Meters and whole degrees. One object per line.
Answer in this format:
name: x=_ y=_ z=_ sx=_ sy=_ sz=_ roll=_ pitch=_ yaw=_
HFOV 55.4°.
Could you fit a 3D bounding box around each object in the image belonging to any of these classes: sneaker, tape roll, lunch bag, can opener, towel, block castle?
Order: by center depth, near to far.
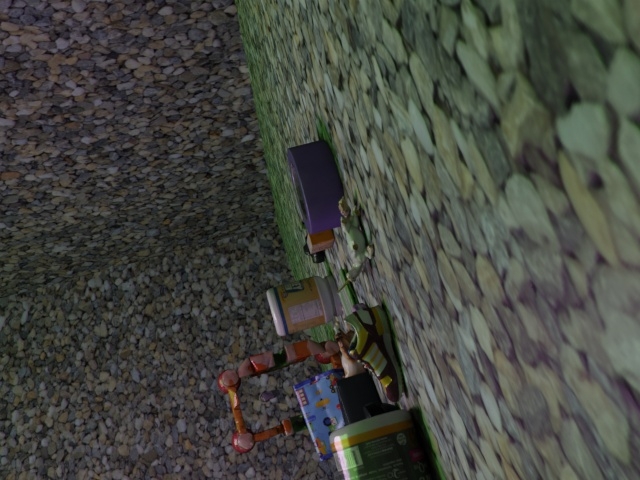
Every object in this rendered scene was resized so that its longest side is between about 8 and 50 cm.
sneaker: x=0.096 y=0.215 z=1.126 sx=0.069 sy=0.083 sz=0.186 roll=-171 pitch=66 yaw=-83
can opener: x=0.151 y=0.402 z=1.223 sx=0.186 sy=0.073 sz=0.059 roll=-123 pitch=25 yaw=-42
tape roll: x=-0.009 y=-0.113 z=1.294 sx=0.189 sy=0.080 sz=0.189 roll=166 pitch=90 yaw=-84
towel: x=0.072 y=0.145 z=1.491 sx=0.152 sy=0.023 sz=0.113 roll=91 pitch=161 yaw=-61
lunch bag: x=0.063 y=0.503 z=1.813 sx=0.221 sy=0.138 sz=0.293 roll=68 pitch=-166 yaw=16
sneaker: x=-0.021 y=0.012 z=1.855 sx=0.170 sy=0.051 sz=0.089 roll=-132 pitch=27 yaw=-66
block castle: x=-0.119 y=0.540 z=2.156 sx=0.213 sy=0.453 sz=0.303 roll=119 pitch=135 yaw=-70

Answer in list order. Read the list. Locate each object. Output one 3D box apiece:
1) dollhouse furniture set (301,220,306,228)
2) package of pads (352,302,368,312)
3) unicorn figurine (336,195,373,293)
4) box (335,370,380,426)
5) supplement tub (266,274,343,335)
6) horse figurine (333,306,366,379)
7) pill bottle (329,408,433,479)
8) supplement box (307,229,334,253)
dollhouse furniture set: x=-0.017 y=-0.104 z=1.651 sx=0.076 sy=0.058 sz=0.152 roll=-99 pitch=15 yaw=-78
package of pads: x=0.092 y=0.167 z=1.287 sx=0.083 sy=0.031 sz=0.050 roll=-134 pitch=27 yaw=-77
unicorn figurine: x=0.062 y=0.008 z=1.107 sx=0.111 sy=0.060 sz=0.162 roll=98 pitch=172 yaw=-76
box: x=0.107 y=0.444 z=1.538 sx=0.158 sy=0.093 sz=0.156 roll=80 pitch=172 yaw=-47
supplement tub: x=-0.047 y=0.186 z=1.787 sx=0.144 sy=0.199 sz=0.144 roll=165 pitch=90 yaw=-83
horse figurine: x=0.077 y=0.300 z=1.600 sx=0.174 sy=0.066 sz=0.263 roll=-106 pitch=5 yaw=-62
pill bottle: x=0.127 y=0.457 z=1.081 sx=0.162 sy=0.162 sz=0.279 roll=92 pitch=162 yaw=-70
supplement box: x=0.000 y=0.000 z=1.562 sx=0.098 sy=0.062 sz=0.036 roll=99 pitch=154 yaw=-77
